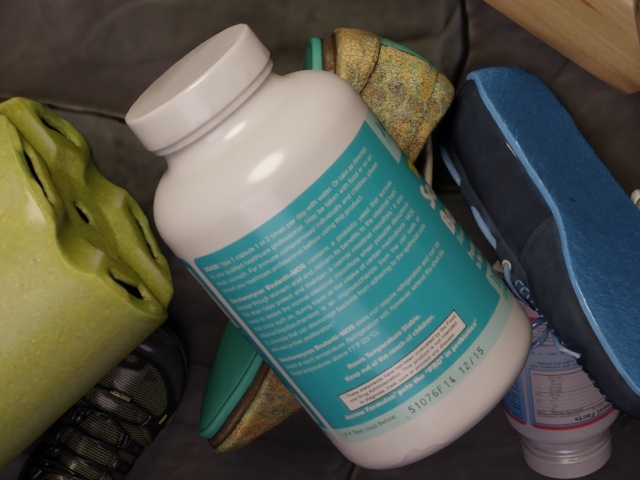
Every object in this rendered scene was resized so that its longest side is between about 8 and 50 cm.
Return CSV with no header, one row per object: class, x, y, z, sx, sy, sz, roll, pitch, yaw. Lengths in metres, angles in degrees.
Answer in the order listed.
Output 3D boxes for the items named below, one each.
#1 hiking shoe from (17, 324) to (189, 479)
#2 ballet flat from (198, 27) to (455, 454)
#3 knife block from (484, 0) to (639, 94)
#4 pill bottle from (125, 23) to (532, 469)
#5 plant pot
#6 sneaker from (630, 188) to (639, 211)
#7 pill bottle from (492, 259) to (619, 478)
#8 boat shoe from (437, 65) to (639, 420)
hiking shoe,-0.166,0.159,1.368,0.086,0.114,0.227,26,122,-10
ballet flat,0.007,0.019,1.263,0.123,0.123,0.349,16,121,-3
knife block,0.085,-0.213,1.089,0.242,0.088,0.276,16,160,23
pill bottle,0.000,0.000,1.106,0.146,0.146,0.264,-31,109,23
plant pot,-0.249,0.045,1.241,0.254,0.276,0.276,-35,113,13
sneaker,0.307,-0.044,1.192,0.235,0.094,0.153,-31,104,13
pill bottle,0.168,0.086,1.297,0.087,0.087,0.160,-4,122,9
boat shoe,0.159,0.007,1.189,0.109,0.258,0.089,-1,146,-33
